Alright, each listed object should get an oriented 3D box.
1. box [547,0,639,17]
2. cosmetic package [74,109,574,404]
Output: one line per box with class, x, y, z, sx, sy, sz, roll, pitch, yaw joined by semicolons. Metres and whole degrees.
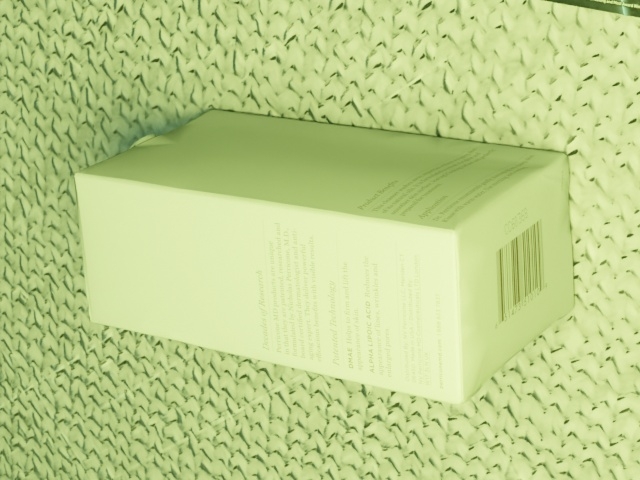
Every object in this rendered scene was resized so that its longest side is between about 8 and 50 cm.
box;0.216;-0.255;1.171;0.180;0.077;0.147;16;117;29
cosmetic package;0.000;0.000;1.344;0.385;0.217;0.156;9;114;33
